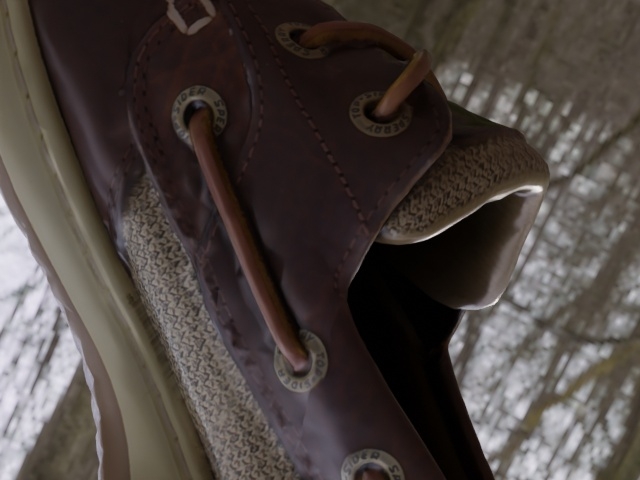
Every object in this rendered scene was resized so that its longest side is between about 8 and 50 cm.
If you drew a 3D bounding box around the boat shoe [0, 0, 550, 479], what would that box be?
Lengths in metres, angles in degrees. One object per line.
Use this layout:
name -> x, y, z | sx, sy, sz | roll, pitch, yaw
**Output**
boat shoe -> 0.000, 0.000, 0.363 | 0.123, 0.123, 0.342 | 32, -139, -67
